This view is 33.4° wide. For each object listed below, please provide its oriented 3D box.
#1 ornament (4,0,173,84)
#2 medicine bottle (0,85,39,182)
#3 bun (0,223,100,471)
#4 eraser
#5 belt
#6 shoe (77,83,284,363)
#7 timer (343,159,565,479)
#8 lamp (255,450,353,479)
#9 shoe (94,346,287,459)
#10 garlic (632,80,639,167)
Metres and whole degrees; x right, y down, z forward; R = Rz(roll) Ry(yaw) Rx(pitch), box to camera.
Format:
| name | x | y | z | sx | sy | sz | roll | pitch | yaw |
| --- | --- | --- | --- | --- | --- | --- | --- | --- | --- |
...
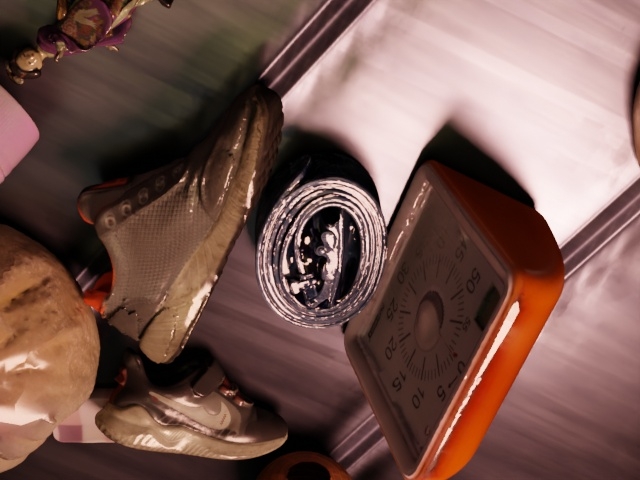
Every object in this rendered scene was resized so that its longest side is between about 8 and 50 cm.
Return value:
| name | x | y | z | sx | sy | sz | roll | pitch | yaw |
| --- | --- | --- | --- | --- | --- | --- | --- | --- | --- |
| ornament | -0.233 | -0.210 | 1.044 | 0.203 | 0.081 | 0.088 | -36 | 111 | 16 |
| medicine bottle | -0.402 | -0.050 | 1.027 | 0.152 | 0.152 | 0.254 | 43 | 72 | -19 |
| bun | -0.373 | 0.131 | 1.144 | 0.281 | 0.205 | 0.282 | -1 | 117 | -2 |
| eraser | -0.269 | 0.210 | 1.284 | 0.105 | 0.026 | 0.065 | -1 | 118 | -1 |
| belt | 0.000 | 0.000 | 1.151 | 0.141 | 0.082 | 0.190 | 5 | 118 | -9 |
| shoe | -0.162 | -0.037 | 1.118 | 0.171 | 0.132 | 0.336 | 26 | 117 | -3 |
| timer | 0.143 | 0.090 | 1.104 | 0.161 | 0.250 | 0.257 | 18 | 115 | -10 |
| lamp | -0.019 | 0.321 | 1.283 | 0.136 | 0.136 | 0.136 | 0 | 117 | -1 |
| shoe | -0.144 | 0.188 | 1.238 | 0.227 | 0.099 | 0.112 | 6 | 95 | -18 |
| garlic | 0.409 | -0.094 | 1.110 | 0.143 | 0.112 | 0.318 | -18 | 126 | 5 |
